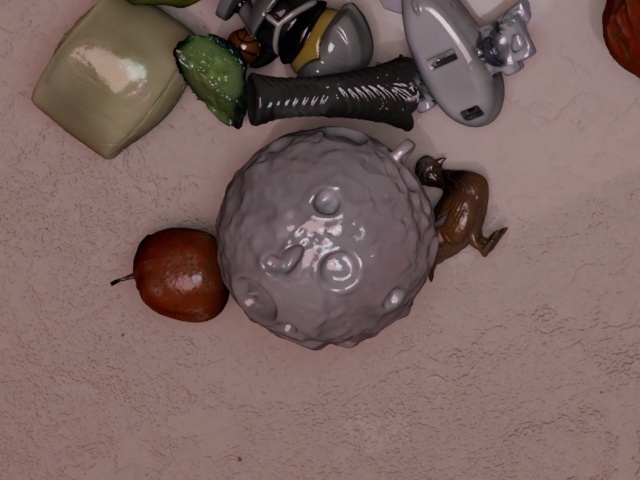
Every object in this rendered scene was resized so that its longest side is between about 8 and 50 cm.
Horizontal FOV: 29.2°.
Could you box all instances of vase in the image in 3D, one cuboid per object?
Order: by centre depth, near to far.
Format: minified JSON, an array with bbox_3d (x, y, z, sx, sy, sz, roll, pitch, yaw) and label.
[{"bbox_3d":[0.014,-0.210,1.776,0.237,0.115,0.116,-3,107,-15],"label":"vase"}]

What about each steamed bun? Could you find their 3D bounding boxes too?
[{"bbox_3d":[-0.319,-0.255,1.902,0.200,0.155,0.250,39,110,-4],"label":"steamed bun"}]

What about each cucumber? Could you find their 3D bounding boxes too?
[{"bbox_3d":[-0.151,-0.243,1.870,0.115,0.193,0.086,33,73,11],"label":"cucumber"}]

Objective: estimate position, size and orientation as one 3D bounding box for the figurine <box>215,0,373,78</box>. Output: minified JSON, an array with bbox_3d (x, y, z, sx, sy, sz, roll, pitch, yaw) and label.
[{"bbox_3d":[-0.038,-0.313,1.863,0.236,0.133,0.176,33,118,0],"label":"figurine"}]

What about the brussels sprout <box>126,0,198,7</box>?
[{"bbox_3d":[-0.215,-0.469,1.780,0.227,0.294,0.260,8,91,-33],"label":"brussels sprout"}]

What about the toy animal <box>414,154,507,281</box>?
[{"bbox_3d":[0.195,-0.032,1.944,0.179,0.089,0.188,38,107,10],"label":"toy animal"}]

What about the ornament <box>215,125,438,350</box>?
[{"bbox_3d":[0.000,0.000,1.832,0.337,0.337,0.337,2,106,7],"label":"ornament"}]

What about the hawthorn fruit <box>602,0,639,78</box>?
[{"bbox_3d":[0.521,-0.335,1.730,0.261,0.258,0.258,-37,99,30],"label":"hawthorn fruit"}]

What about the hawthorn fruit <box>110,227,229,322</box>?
[{"bbox_3d":[-0.242,0.056,1.979,0.193,0.157,0.157,-3,106,-1],"label":"hawthorn fruit"}]

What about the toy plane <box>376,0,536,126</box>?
[{"bbox_3d":[0.195,-0.294,1.843,0.266,0.122,0.267,11,117,22],"label":"toy plane"}]
